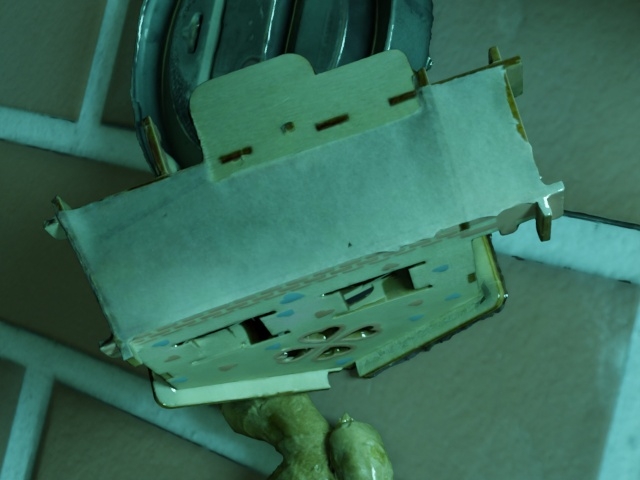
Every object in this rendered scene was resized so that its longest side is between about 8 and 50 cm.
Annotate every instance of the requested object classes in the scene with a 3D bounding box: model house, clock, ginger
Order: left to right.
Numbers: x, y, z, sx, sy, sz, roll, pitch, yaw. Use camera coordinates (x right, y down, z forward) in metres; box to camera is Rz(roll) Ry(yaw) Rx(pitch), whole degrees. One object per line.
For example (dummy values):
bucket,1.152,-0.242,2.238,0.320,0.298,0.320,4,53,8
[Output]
clock,-0.039,-0.163,1.065,0.312,0.061,0.313,-11,74,41
ginger,-0.023,0.179,0.980,0.214,0.059,0.133,31,98,41
model house,0.000,0.000,0.906,0.326,0.244,0.169,-19,65,3
